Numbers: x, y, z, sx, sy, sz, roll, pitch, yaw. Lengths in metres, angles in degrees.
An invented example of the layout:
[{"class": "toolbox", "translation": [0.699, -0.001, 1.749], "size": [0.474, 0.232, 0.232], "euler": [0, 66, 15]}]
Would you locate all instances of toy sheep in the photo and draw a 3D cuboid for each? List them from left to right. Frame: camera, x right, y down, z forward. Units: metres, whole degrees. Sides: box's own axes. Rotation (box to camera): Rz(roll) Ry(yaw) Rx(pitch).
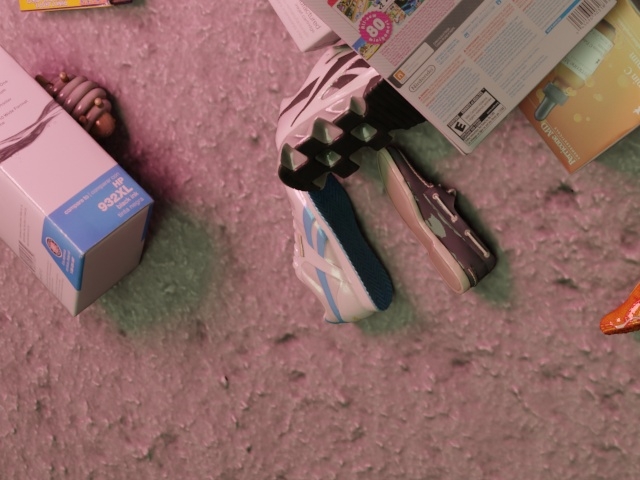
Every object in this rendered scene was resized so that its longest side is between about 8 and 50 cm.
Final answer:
[{"class": "toy sheep", "translation": [-0.333, -0.185, 1.741], "size": [0.132, 0.091, 0.091], "euler": [41, 118, 4]}]

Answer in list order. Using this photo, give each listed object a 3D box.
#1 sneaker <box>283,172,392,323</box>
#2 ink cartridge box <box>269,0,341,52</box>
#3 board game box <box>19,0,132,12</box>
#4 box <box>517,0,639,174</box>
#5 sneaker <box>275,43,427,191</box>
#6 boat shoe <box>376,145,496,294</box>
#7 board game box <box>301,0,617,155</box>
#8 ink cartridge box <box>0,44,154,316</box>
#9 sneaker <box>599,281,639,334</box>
[{"class": "sneaker", "translation": [0.000, 0.000, 1.629], "size": [0.092, 0.087, 0.228], "euler": [-26, 90, 32]}, {"class": "ink cartridge box", "translation": [0.035, -0.342, 1.457], "size": [0.219, 0.092, 0.160], "euler": [-34, 88, 31]}, {"class": "board game box", "translation": [-0.332, -0.377, 1.697], "size": [0.170, 0.048, 0.141], "euler": [4, 108, 35]}, {"class": "box", "translation": [0.313, -0.177, 1.418], "size": [0.170, 0.091, 0.130], "euler": [-40, 85, 29]}, {"class": "sneaker", "translation": [0.074, -0.200, 1.509], "size": [0.330, 0.122, 0.146], "euler": [-28, 50, 23]}, {"class": "boat shoe", "translation": [0.141, -0.035, 1.576], "size": [0.065, 0.075, 0.206], "euler": [-30, 82, -13]}, {"class": "board game box", "translation": [0.115, -0.273, 1.328], "size": [0.303, 0.097, 0.224], "euler": [42, 101, -15]}, {"class": "ink cartridge box", "translation": [-0.380, -0.078, 1.718], "size": [0.307, 0.129, 0.223], "euler": [45, 155, 8]}, {"class": "sneaker", "translation": [0.393, 0.055, 1.472], "size": [0.175, 0.064, 0.067], "euler": [-34, 68, 25]}]
